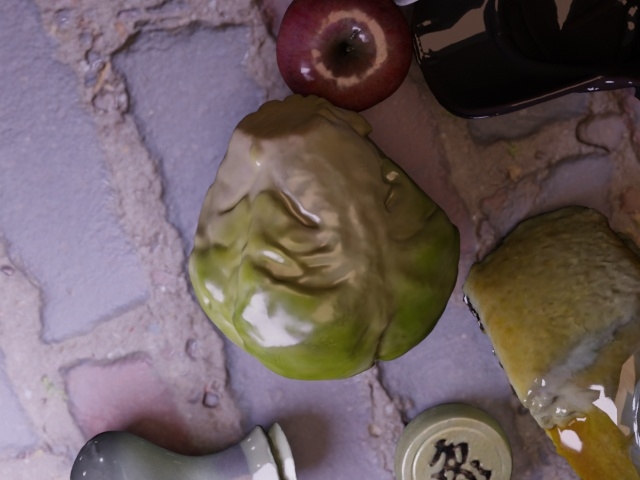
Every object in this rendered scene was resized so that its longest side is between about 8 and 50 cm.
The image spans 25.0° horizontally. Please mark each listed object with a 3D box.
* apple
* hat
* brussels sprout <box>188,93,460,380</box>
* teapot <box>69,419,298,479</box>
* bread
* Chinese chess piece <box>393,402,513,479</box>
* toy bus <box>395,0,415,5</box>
[{"bbox_3d":[0.025,-0.216,1.602,0.153,0.120,0.153,1,105,2],"label":"apple"},{"bbox_3d":[0.279,-0.250,1.613,0.336,0.209,0.238,-23,81,18],"label":"hat"},{"bbox_3d":[-0.006,0.012,1.578,0.273,0.242,0.316,-41,110,7],"label":"brussels sprout"},{"bbox_3d":[-0.156,0.292,1.667,0.251,0.183,0.183,-12,102,-14],"label":"teapot"},{"bbox_3d":[0.356,0.157,1.629,0.395,0.264,0.239,42,99,-12],"label":"bread"},{"bbox_3d":[0.160,0.267,1.735,0.144,0.058,0.144,-1,102,-5],"label":"Chinese chess piece"},{"bbox_3d":[0.116,-0.396,1.522,0.179,0.143,0.305,39,74,-17],"label":"toy bus"}]
